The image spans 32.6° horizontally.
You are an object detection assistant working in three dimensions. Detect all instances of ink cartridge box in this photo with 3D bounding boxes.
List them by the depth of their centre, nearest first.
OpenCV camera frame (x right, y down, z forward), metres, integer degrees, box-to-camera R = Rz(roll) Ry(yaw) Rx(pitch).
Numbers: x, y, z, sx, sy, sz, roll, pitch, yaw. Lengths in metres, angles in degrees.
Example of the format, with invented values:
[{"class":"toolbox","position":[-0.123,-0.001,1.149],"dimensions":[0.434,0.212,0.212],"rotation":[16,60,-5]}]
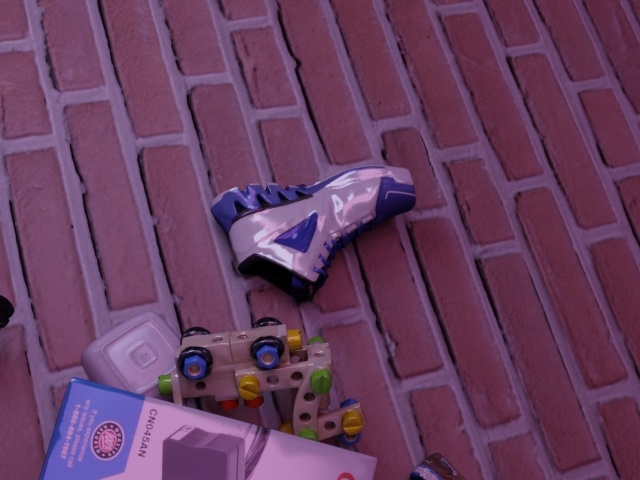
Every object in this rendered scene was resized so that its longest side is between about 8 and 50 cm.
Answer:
[{"class":"ink cartridge box","position":[-0.157,0.358,1.345],"dimensions":[0.395,0.166,0.285],"rotation":[16,75,-10]}]

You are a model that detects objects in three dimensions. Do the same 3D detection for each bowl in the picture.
[{"class":"bowl","position":[-0.259,0.175,1.581],"dimensions":[0.142,0.053,0.142],"rotation":[-32,74,-26]}]

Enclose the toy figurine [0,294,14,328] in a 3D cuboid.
[{"class":"toy figurine","position":[-0.544,0.062,1.477],"dimensions":[0.148,0.213,0.209],"rotation":[-29,73,21]}]

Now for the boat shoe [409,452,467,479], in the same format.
[{"class":"boat shoe","position":[0.219,0.380,1.589],"dimensions":[0.183,0.066,0.066],"rotation":[42,61,9]}]

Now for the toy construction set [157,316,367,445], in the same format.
[{"class":"toy construction set","position":[-0.102,0.228,1.537],"dimensions":[0.327,0.215,0.151],"rotation":[-14,25,-14]}]

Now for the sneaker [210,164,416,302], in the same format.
[{"class":"sneaker","position":[-0.001,0.000,1.702],"dimensions":[0.315,0.127,0.182],"rotation":[-10,71,-11]}]
